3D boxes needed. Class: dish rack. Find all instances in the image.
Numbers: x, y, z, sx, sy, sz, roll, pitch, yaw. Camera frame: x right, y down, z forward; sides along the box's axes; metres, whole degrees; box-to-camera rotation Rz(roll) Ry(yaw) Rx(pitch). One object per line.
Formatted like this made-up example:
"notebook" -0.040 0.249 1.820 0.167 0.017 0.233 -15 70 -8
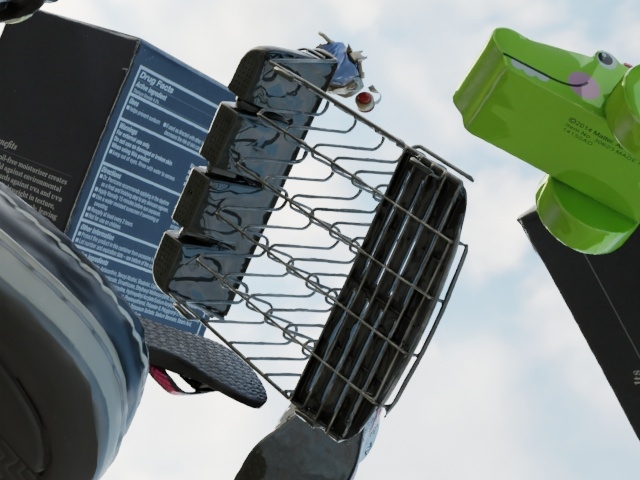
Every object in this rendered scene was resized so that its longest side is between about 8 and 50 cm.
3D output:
"dish rack" 0.000 0.000 1.156 0.271 0.074 0.208 37 -72 45

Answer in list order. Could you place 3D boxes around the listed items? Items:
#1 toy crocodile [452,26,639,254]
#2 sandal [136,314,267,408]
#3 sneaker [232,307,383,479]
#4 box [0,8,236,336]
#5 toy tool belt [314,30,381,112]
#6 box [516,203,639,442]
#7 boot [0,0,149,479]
"toy crocodile" 0.243 -0.037 1.057 0.340 0.105 0.115 23 -42 -1
"sandal" -0.129 0.105 1.514 0.040 0.179 0.067 -59 -163 21
"sneaker" -0.007 0.198 1.551 0.090 0.270 0.145 22 -39 9
"box" -0.220 -0.049 1.792 0.182 0.296 0.294 21 -92 30
"toy tool belt" 0.024 -0.167 1.734 0.083 0.052 0.051 50 -14 27
"box" 0.407 0.009 1.315 0.395 0.212 0.294 -25 -84 38
"boot" -0.170 -0.082 0.669 0.377 0.284 0.138 29 -52 14
